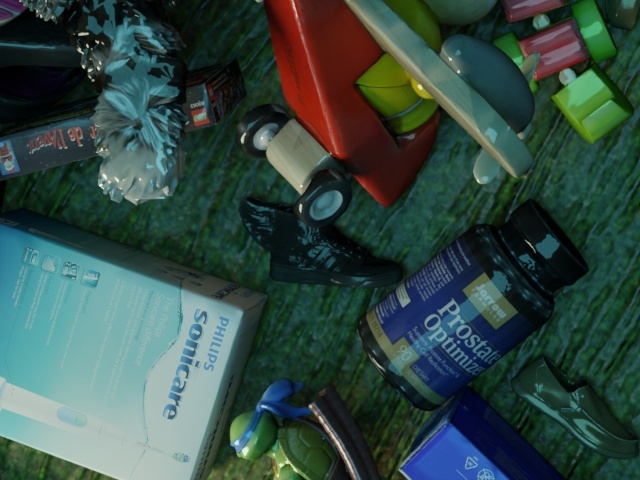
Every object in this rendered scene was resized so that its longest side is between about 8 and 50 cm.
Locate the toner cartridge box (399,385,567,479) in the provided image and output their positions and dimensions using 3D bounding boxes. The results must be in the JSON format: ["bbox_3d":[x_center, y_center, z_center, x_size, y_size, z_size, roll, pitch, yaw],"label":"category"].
[{"bbox_3d":[0.237,0.303,1.580,0.348,0.165,0.075,44,102,3],"label":"toner cartridge box"}]

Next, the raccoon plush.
[{"bbox_3d":[-0.205,-0.276,1.530,0.216,0.299,0.446,3,102,7],"label":"raccoon plush"}]

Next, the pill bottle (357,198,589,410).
[{"bbox_3d":[0.154,0.061,1.585,0.219,0.123,0.123,-40,89,13],"label":"pill bottle"}]

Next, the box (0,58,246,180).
[{"bbox_3d":[-0.203,-0.125,1.607,0.233,0.159,0.044,-14,102,11],"label":"box"}]

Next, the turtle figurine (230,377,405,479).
[{"bbox_3d":[0.004,0.297,1.607,0.266,0.198,0.274,23,80,-6],"label":"turtle figurine"}]

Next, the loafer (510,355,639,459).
[{"bbox_3d":[0.265,0.170,1.612,0.148,0.056,0.050,32,108,5],"label":"loafer"}]

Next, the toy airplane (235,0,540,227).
[{"bbox_3d":[0.043,-0.220,1.454,0.272,0.384,0.386,-29,96,-14],"label":"toy airplane"}]

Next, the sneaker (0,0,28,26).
[{"bbox_3d":[-0.342,-0.295,1.606,0.111,0.252,0.103,-32,129,29],"label":"sneaker"}]

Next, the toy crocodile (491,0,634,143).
[{"bbox_3d":[0.203,-0.253,1.546,0.115,0.105,0.340,-23,92,12],"label":"toy crocodile"}]

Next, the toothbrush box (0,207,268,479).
[{"bbox_3d":[-0.232,0.115,1.661,0.296,0.126,0.216,18,99,8],"label":"toothbrush box"}]

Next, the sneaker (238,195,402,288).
[{"bbox_3d":[0.001,-0.001,1.642,0.170,0.051,0.089,3,102,13],"label":"sneaker"}]

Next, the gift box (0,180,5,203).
[{"bbox_3d":[-0.499,-0.006,1.627,0.258,0.255,0.276,14,90,9],"label":"gift box"}]

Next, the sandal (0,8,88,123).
[{"bbox_3d":[-0.379,-0.181,1.606,0.446,0.167,0.107,-5,122,-10],"label":"sandal"}]

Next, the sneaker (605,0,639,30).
[{"bbox_3d":[0.282,-0.305,1.545,0.086,0.064,0.192,11,91,6],"label":"sneaker"}]
